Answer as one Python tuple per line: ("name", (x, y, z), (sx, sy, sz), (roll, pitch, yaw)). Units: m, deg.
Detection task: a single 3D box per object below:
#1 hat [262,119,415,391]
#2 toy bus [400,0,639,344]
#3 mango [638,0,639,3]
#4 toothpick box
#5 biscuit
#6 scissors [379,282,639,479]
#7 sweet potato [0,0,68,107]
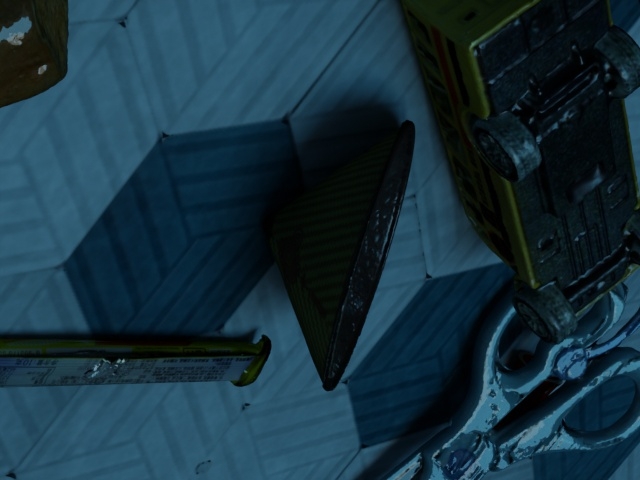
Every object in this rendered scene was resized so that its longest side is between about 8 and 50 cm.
("hat", (0.000, 0.000, 1.095), (0.193, 0.082, 0.193), (18, 90, -82))
("toy bus", (0.152, -0.070, 1.128), (0.121, 0.123, 0.335), (-38, 143, -12))
("mango", (0.393, -0.276, 1.067), (0.446, 0.232, 0.300), (-40, 167, -4))
("toothpick box", (0.171, 0.142, 1.411), (0.047, 0.047, 0.083), (9, 119, -47))
("biscuit", (-0.145, 0.083, 1.070), (0.292, 0.026, 0.048), (4, 125, -45))
("scissors", (0.122, 0.172, 1.358), (0.393, 0.032, 0.180), (-37, 111, 0))
("sweet potato", (-0.225, -0.084, 0.783), (0.252, 0.097, 0.097), (-29, 140, -23))
